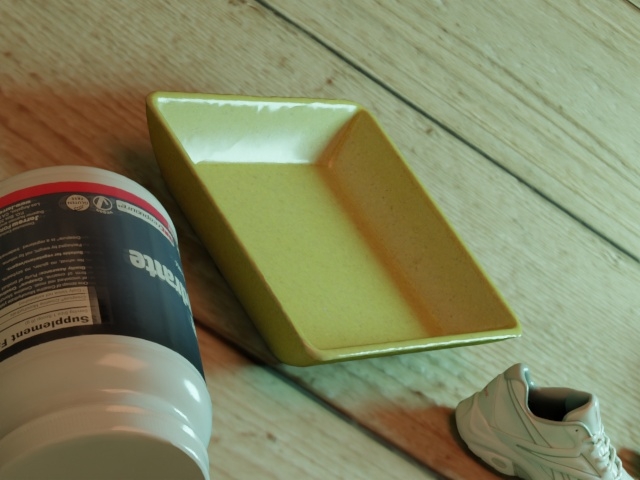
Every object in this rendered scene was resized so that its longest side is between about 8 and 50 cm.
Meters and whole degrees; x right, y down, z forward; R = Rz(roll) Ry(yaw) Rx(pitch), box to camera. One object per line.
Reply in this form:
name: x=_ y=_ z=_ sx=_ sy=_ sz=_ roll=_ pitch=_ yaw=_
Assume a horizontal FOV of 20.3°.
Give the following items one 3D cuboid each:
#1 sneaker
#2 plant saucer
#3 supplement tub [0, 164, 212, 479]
sneaker: x=0.251 y=0.207 z=1.759 sx=0.232 sy=0.115 sz=0.090 roll=34 pitch=32 yaw=-10
plant saucer: x=0.000 y=0.000 z=1.789 sx=0.333 sy=0.081 sz=0.333 roll=-2 pitch=50 yaw=-49
supplement tub: x=-0.187 y=0.094 z=1.364 sx=0.191 sy=0.191 sz=0.272 roll=18 pitch=37 yaw=-31
